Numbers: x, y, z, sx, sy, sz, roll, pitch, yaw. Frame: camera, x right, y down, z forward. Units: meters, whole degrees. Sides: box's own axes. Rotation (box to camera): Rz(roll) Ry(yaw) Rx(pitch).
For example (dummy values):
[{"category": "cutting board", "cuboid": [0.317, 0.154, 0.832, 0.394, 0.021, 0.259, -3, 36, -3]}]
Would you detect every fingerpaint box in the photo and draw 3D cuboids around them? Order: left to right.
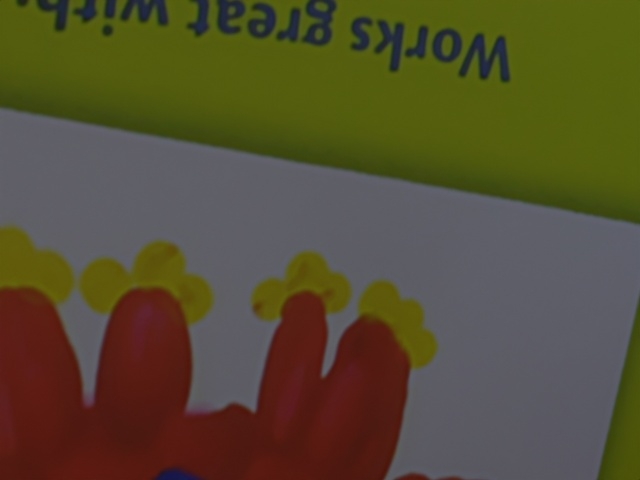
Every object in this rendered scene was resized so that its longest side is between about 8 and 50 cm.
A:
[{"category": "fingerpaint box", "cuboid": [0.048, 0.026, 0.445, 0.445, 0.371, 0.163, 4, 8, -25]}]
